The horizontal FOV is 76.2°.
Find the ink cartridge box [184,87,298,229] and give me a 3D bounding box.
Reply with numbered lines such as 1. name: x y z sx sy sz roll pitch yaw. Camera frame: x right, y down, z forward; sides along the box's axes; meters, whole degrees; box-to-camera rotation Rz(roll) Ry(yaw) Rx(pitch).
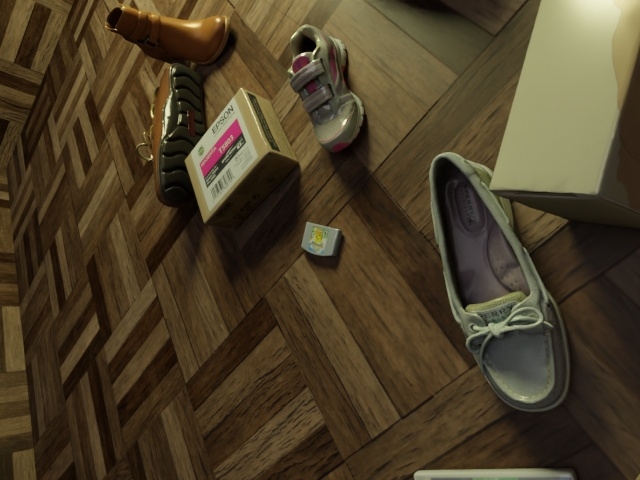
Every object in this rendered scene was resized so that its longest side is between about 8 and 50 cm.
1. ink cartridge box: -0.178 -0.169 0.875 0.235 0.088 0.193 -41 59 28

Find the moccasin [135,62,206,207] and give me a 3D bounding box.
1. moccasin: -0.372 -0.256 1.024 0.147 0.139 0.380 -25 69 42

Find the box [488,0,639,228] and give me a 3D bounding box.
1. box: 0.301 -0.178 0.411 0.121 0.148 0.311 19 97 64

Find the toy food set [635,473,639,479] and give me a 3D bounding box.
1. toy food set: 0.350 0.263 0.392 0.082 0.020 0.083 -53 54 21

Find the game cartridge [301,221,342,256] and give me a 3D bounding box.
1. game cartridge: 0.000 0.000 0.741 0.083 0.017 0.056 14 96 41

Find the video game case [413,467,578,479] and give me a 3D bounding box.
1. video game case: 0.222 0.372 0.481 0.201 0.023 0.183 -25 67 35

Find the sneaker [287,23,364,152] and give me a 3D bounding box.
1. sneaker: -0.004 -0.273 0.728 0.103 0.111 0.252 -28 65 34

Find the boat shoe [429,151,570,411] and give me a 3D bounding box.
1. boat shoe: 0.204 0.043 0.500 0.118 0.103 0.320 -21 69 36

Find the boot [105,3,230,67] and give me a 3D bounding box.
1. boot: -0.383 -0.536 1.024 0.283 0.220 0.109 9 88 41
